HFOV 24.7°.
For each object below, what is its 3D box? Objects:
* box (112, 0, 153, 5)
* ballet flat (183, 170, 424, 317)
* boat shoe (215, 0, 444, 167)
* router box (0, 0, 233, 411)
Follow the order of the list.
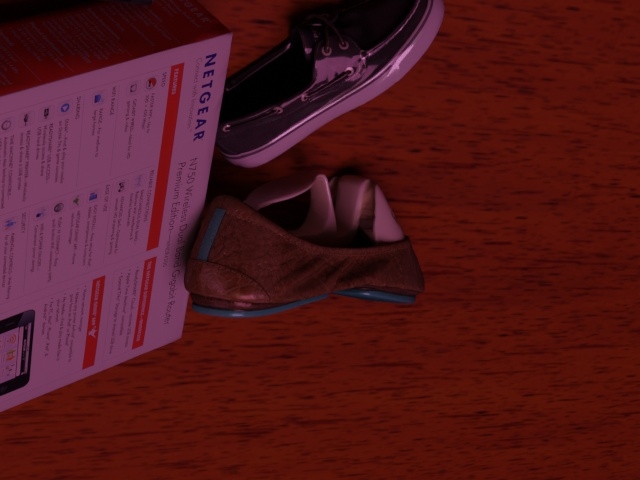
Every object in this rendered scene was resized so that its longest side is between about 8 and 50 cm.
[{"bbox_3d":[-0.175,-0.260,1.019,0.184,0.045,0.190,2,130,-31],"label":"box"},{"bbox_3d":[0.000,0.000,1.328,0.342,0.116,0.124,0,97,-55],"label":"ballet flat"},{"bbox_3d":[-0.004,-0.150,1.218,0.228,0.080,0.076,-33,142,12],"label":"boat shoe"},{"bbox_3d":[-0.233,-0.012,1.148,0.301,0.082,0.335,-21,141,-35],"label":"router box"}]
